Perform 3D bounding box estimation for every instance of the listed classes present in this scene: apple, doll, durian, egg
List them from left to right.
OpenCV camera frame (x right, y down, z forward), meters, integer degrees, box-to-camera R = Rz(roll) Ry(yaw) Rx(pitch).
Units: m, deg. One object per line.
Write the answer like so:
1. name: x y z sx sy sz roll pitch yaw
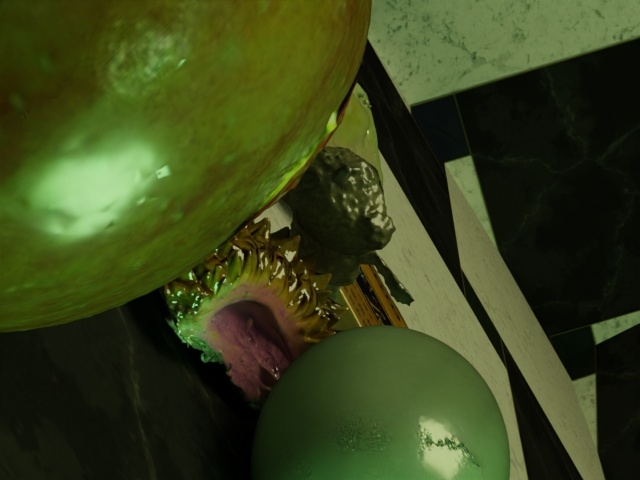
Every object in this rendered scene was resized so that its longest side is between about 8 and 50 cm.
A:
1. apple: -0.171 -0.139 0.927 0.400 0.333 0.400 49 -3 3
2. durian: -0.059 0.032 1.551 0.341 0.112 0.191 46 20 -56
3. apple: -0.015 -0.123 2.154 0.265 0.120 0.193 38 39 -60
4. doll: 0.012 0.011 1.706 0.202 0.091 0.286 35 -27 39
5. egg: 0.047 0.172 1.453 0.203 0.203 0.283 61 8 -9

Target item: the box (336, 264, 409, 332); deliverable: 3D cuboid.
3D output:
1. box: 0.033 0.089 1.979 0.152 0.070 0.237 61 13 -8
